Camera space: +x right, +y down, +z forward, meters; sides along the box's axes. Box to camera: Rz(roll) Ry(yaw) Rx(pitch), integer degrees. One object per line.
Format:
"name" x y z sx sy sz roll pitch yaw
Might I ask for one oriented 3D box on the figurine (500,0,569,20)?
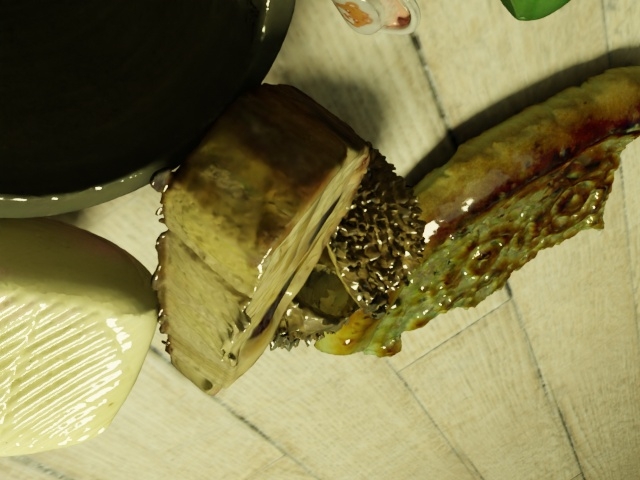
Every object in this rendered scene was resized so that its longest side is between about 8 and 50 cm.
"figurine" 0.202 -0.268 0.611 0.234 0.127 0.185 -30 138 14

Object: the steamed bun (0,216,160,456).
"steamed bun" -0.244 0.052 0.627 0.239 0.152 0.170 9 120 -31

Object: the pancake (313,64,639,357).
"pancake" 0.174 -0.003 0.946 0.427 0.067 0.305 -32 147 -3

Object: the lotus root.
"lotus root" -0.037 -0.004 0.581 0.170 0.074 0.260 -54 171 -21

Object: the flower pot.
"flower pot" -0.145 -0.142 0.459 0.235 0.148 0.235 -23 145 -17

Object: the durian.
"durian" 0.000 0.000 0.761 0.196 0.167 0.196 -17 167 -4

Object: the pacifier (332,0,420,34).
"pacifier" 0.043 -0.185 0.628 0.078 0.081 0.099 -59 147 -11
